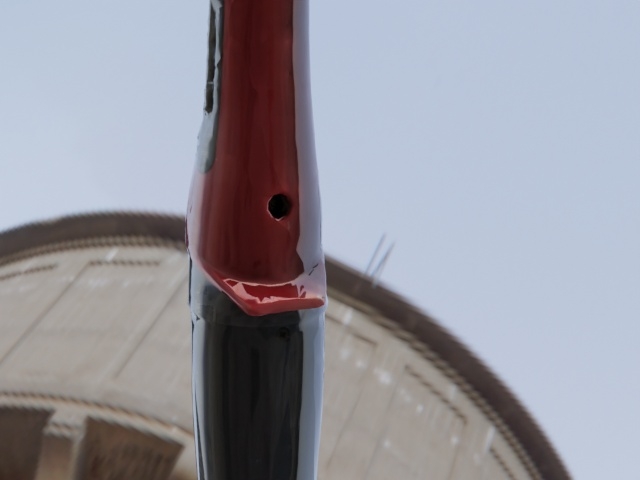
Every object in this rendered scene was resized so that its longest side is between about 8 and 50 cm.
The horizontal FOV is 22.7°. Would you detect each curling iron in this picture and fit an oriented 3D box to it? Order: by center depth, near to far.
[{"bbox_3d":[0.000,0.000,0.330,0.068,0.035,0.274,10,-77,6],"label":"curling iron"}]
